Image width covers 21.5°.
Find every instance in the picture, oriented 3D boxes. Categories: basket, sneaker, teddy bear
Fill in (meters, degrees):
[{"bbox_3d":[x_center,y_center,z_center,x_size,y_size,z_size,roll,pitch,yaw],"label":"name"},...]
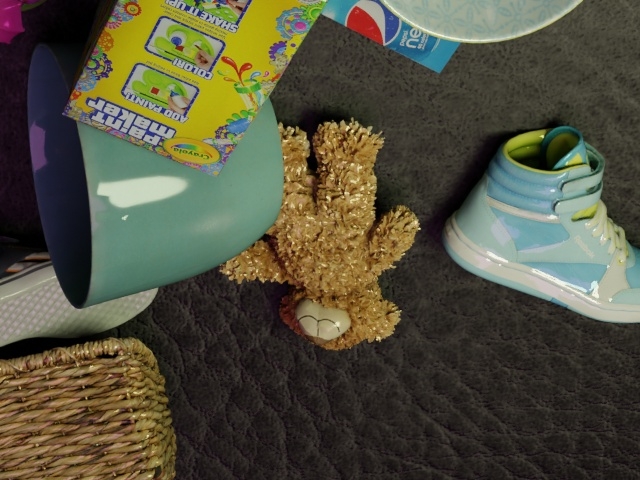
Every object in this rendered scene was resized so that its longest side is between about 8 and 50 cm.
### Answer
[{"bbox_3d":[-0.342,0.212,2.097,0.299,0.213,0.223,-13,106,3],"label":"basket"},{"bbox_3d":[0.329,-0.025,2.052,0.319,0.127,0.208,15,122,-16],"label":"sneaker"},{"bbox_3d":[0.000,0.000,2.042,0.245,0.113,0.338,7,122,-8],"label":"teddy bear"},{"bbox_3d":[-0.360,0.051,2.040,0.321,0.127,0.126,-12,134,-28],"label":"sneaker"}]

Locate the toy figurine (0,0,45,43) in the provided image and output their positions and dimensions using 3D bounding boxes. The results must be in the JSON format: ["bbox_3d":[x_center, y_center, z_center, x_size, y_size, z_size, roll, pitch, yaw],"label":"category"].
[{"bbox_3d":[-0.317,-0.274,1.794,0.173,0.159,0.130,-15,124,3],"label":"toy figurine"}]

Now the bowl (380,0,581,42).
[{"bbox_3d":[0.169,-0.371,1.785,0.289,0.156,0.289,-3,123,-4],"label":"bowl"}]

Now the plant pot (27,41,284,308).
[{"bbox_3d":[-0.178,-0.086,1.872,0.235,0.293,0.293,-9,126,-20],"label":"plant pot"}]

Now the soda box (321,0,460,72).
[{"bbox_3d":[0.060,-0.271,1.890,0.210,0.071,0.067,24,118,-20],"label":"soda box"}]

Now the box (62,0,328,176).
[{"bbox_3d":[-0.104,-0.275,1.683,0.177,0.290,0.279,22,137,-13],"label":"box"}]
